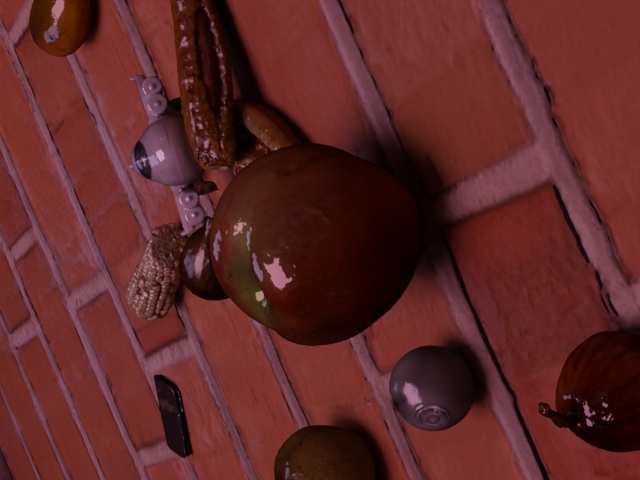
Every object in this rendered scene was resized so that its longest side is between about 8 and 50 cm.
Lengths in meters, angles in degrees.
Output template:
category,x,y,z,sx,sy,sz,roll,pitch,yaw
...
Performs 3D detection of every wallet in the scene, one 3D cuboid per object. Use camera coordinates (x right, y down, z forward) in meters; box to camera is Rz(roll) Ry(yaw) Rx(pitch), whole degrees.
category,x,y,z,sx,sy,sz,roll,pitch,yaw
wallet,-0.277,0.329,2.427,0.082,0.018,0.157,24,128,50

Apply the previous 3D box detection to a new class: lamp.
category,x,y,z,sx,sy,sz,roll,pitch,yaw
lamp,0.135,0.178,1.568,0.105,0.105,0.105,37,138,42

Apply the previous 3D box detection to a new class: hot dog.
category,x,y,z,sx,sy,sz,roll,pitch,yaw
hot dog,-0.165,-0.237,1.765,0.083,0.068,0.289,-17,82,58

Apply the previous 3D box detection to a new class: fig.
category,x,y,z,sx,sy,sz,roll,pitch,yaw
fig,-0.164,0.019,1.952,0.109,0.103,0.155,17,135,27
fig,0.292,0.155,1.280,0.128,0.150,0.128,5,106,19

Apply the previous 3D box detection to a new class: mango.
category,x,y,z,sx,sy,sz,roll,pitch,yaw
mango,-0.423,-0.374,2.133,0.178,0.090,0.115,-45,63,50

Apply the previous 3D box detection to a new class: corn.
category,x,y,z,sx,sy,sz,roll,pitch,yaw
corn,-0.271,0.059,2.174,0.087,0.087,0.211,57,147,19

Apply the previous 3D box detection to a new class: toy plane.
category,x,y,z,sx,sy,sz,roll,pitch,yaw
toy plane,-0.225,-0.126,1.889,0.244,0.117,0.245,163,90,-84

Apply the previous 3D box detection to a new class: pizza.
category,x,y,z,sx,sy,sz,roll,pitch,yaw
pizza,-0.071,-0.110,1.761,0.271,0.056,0.134,50,137,30

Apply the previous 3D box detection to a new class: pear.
category,x,y,z,sx,sy,sz,roll,pitch,yaw
pear,0.003,0.344,1.859,0.167,0.136,0.167,174,90,-73

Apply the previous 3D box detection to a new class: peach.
category,x,y,z,sx,sy,sz,roll,pitch,yaw
peach,0.000,0.000,1.539,0.252,0.252,0.252,37,138,42
